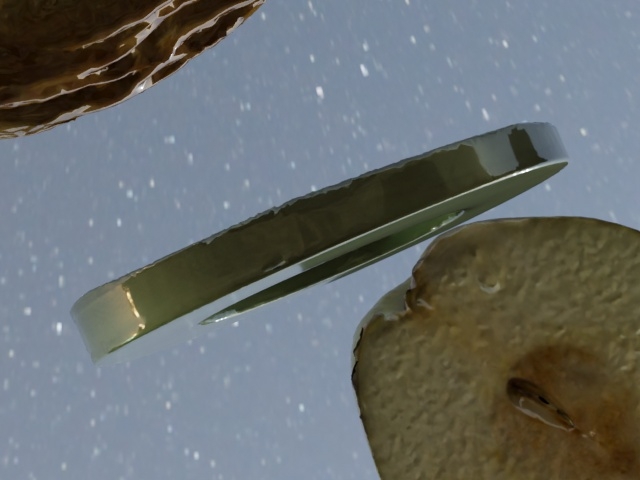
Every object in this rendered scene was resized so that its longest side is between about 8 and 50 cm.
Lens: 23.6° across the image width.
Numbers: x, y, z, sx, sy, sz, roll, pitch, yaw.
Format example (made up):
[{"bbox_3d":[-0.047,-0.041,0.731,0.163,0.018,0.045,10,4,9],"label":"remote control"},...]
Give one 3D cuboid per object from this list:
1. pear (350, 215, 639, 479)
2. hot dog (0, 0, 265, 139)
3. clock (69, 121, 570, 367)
[{"bbox_3d":[0.218,0.158,1.381,0.386,0.191,0.340,40,-92,5],"label":"pear"},{"bbox_3d":[-0.069,-0.138,0.432,0.259,0.114,0.175,-45,-105,15],"label":"hot dog"},{"bbox_3d":[0.000,0.000,0.695,0.235,0.235,0.029,-24,-94,7],"label":"clock"}]
